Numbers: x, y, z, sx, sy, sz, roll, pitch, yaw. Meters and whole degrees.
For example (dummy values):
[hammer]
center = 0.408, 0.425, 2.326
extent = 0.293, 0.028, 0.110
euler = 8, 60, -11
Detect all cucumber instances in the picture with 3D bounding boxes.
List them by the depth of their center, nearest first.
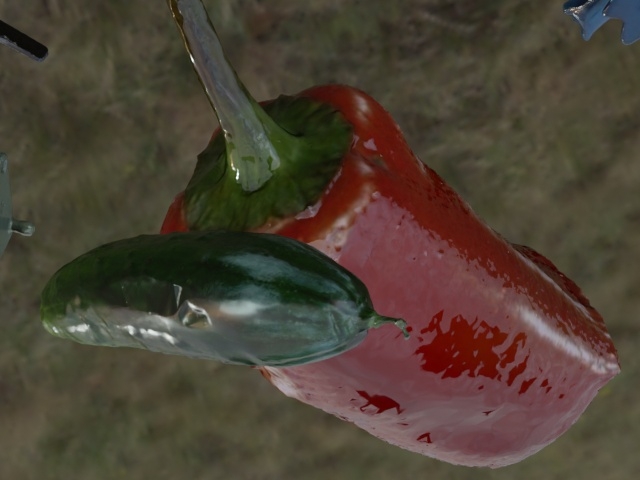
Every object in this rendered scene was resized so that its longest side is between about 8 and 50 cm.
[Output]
[cucumber]
center = -0.039, 0.016, 0.459
extent = 0.039, 0.039, 0.168
euler = -8, -175, -40

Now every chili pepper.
[chili pepper]
center = 0.000, 0.005, 0.697
extent = 0.131, 0.134, 0.338
euler = -42, 138, 11

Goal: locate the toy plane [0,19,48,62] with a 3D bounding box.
[toy plane]
center = -0.410, -0.212, 1.311
extent = 0.106, 0.382, 0.155
euler = -48, 174, -46

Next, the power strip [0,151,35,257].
[power strip]
center = -0.259, 0.016, 1.070
extent = 0.061, 0.215, 0.145
euler = 10, 138, 5

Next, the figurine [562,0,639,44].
[figurine]
center = 0.257, -0.306, 1.214
extent = 0.243, 0.298, 0.416
euler = -33, -156, -14
